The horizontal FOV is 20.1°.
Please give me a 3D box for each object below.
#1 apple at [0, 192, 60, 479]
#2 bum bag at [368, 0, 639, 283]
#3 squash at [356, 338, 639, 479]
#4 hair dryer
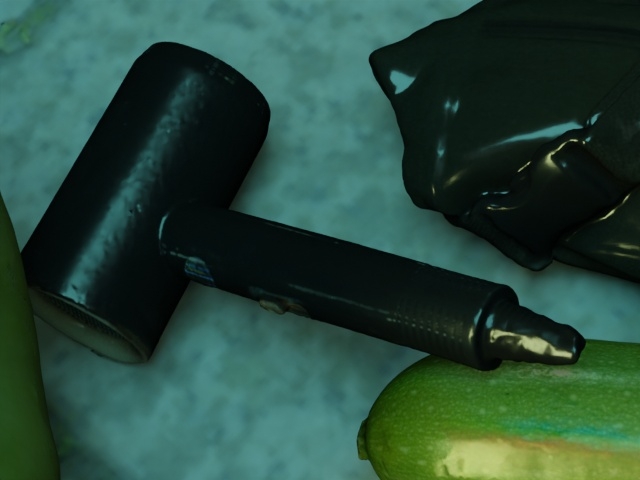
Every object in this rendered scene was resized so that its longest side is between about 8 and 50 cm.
[{"bbox_3d":[-0.272,0.060,0.629,0.357,0.357,0.357,-3,68,8],"label":"apple"},{"bbox_3d":[0.169,-0.026,0.732,0.326,0.079,0.142,17,68,16],"label":"bum bag"},{"bbox_3d":[0.105,0.079,0.691,0.188,0.095,0.095,7,69,14],"label":"squash"},{"bbox_3d":[0.000,0.000,0.724,0.255,0.070,0.128,14,68,32],"label":"hair dryer"}]
